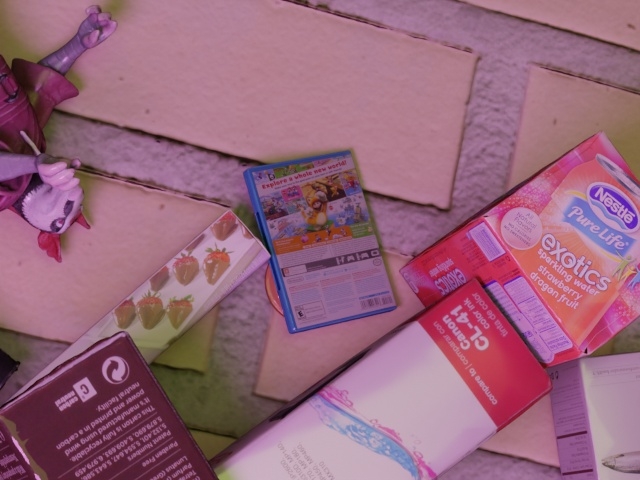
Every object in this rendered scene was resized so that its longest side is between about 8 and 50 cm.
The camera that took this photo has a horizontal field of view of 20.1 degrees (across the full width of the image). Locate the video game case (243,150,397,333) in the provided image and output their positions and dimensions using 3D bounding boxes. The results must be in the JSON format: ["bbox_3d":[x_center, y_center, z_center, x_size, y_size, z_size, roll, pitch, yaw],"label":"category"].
[{"bbox_3d":[0.000,0.000,1.760,0.119,0.015,0.166,-12,80,-29],"label":"video game case"}]

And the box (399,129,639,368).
[{"bbox_3d":[0.202,0.027,1.667,0.142,0.300,0.154,-35,88,-15],"label":"box"}]

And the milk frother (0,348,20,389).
[{"bbox_3d":[-0.369,0.125,1.620,0.135,0.129,0.143,41,68,-6],"label":"milk frother"}]

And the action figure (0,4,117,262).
[{"bbox_3d":[-0.335,-0.131,1.644,0.276,0.248,0.370,-18,111,18],"label":"action figure"}]

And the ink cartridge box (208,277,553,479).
[{"bbox_3d":[0.034,0.183,1.643,0.306,0.226,0.131,-33,88,-16],"label":"ink cartridge box"}]

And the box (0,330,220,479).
[{"bbox_3d":[-0.142,0.282,1.521,0.143,0.191,0.381,-34,91,-26],"label":"box"}]

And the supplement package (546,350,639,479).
[{"bbox_3d":[0.295,0.201,1.755,0.105,0.105,0.179,-6,81,-13],"label":"supplement package"}]

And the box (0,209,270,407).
[{"bbox_3d":[-0.187,0.098,1.696,0.324,0.067,0.063,-42,90,-16],"label":"box"}]

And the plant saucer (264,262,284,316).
[{"bbox_3d":[-0.013,0.040,1.769,0.084,0.013,0.083,2,79,-11],"label":"plant saucer"}]
